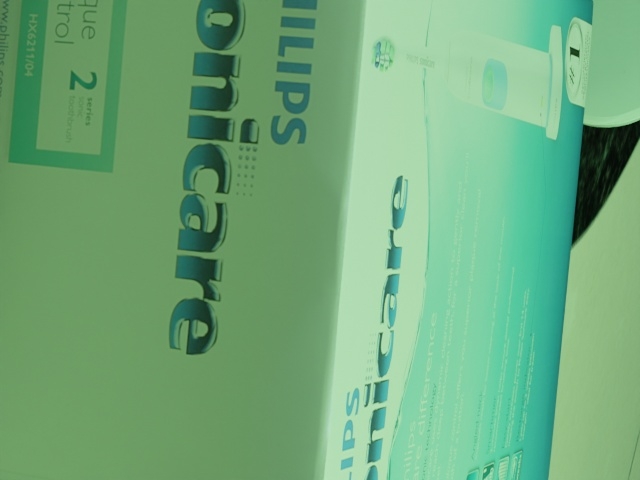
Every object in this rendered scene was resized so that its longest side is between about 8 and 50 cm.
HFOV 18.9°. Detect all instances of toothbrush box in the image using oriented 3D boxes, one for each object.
[{"bbox_3d":[0.000,0.000,0.679,0.295,0.126,0.216,-5,100,-71],"label":"toothbrush box"}]

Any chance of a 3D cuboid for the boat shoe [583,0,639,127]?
[{"bbox_3d":[0.178,-0.249,1.075,0.156,0.135,0.367,-31,124,-77],"label":"boat shoe"}]
